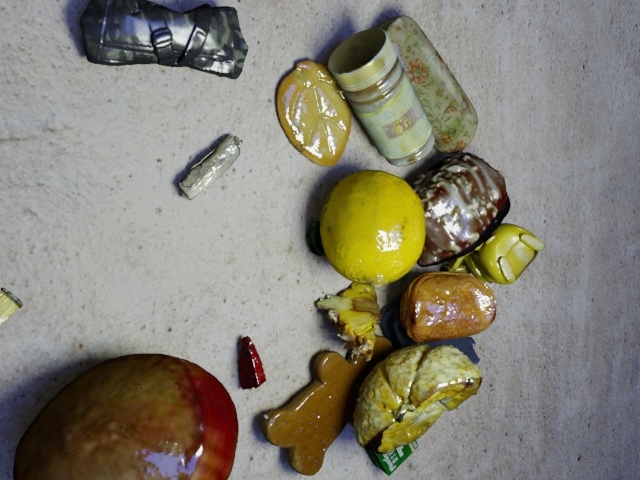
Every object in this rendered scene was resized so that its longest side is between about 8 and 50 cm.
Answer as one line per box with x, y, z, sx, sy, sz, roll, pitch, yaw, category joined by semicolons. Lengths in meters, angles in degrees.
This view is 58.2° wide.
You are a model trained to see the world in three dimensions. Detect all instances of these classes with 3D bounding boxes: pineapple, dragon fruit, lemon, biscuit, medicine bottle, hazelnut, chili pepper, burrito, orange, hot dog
0.070;0.222;1.506;0.164;0.249;0.139;-1;124;-4;pineapple
-0.160;0.294;1.401;0.063;0.097;0.131;-11;87;-36;dragon fruit
0.126;-0.027;1.396;0.258;0.258;0.310;24;57;-36;lemon
-0.004;-0.302;1.386;0.203;0.041;0.260;-26;112;-28;biscuit
0.158;-0.336;1.400;0.151;0.151;0.322;-52;133;-14;medicine bottle
-0.358;0.416;1.132;0.421;0.353;0.420;-38;154;-22;hazelnut
0.041;0.423;1.566;0.432;0.064;0.283;-44;121;-23;biscuit
-0.005;0.006;1.459;0.055;0.035;0.118;-31;114;-8;chili pepper
-0.236;-0.164;1.256;0.188;0.045;0.058;-47;147;-20;burrito
0.238;0.397;1.515;0.369;0.210;0.271;-43;140;16;orange
0.344;0.182;1.564;0.272;0.122;0.196;-5;95;-21;hot dog

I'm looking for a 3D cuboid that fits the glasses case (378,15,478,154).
0.283;-0.402;1.526;0.425;0.098;0.156;43;76;-33;glasses case

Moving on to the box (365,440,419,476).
0.193;0.573;1.697;0.135;0.081;0.199;-38;117;-22;box

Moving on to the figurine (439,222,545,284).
0.481;0.045;1.639;0.218;0.327;0.169;-43;85;-7;figurine

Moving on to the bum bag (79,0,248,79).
-0.293;-0.405;1.134;0.341;0.095;0.144;-3;117;-33;bum bag

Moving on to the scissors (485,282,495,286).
0.502;0.168;1.846;0.118;0.030;0.242;38;76;-33;scissors

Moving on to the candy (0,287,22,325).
-0.683;0.075;0.977;0.187;0.081;0.297;-45;122;-16;candy

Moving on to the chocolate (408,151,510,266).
0.350;-0.110;1.572;0.340;0.225;0.210;-43;112;-20;chocolate

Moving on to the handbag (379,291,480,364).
0.334;0.276;1.703;0.269;0.118;0.325;-34;114;-21;handbag
